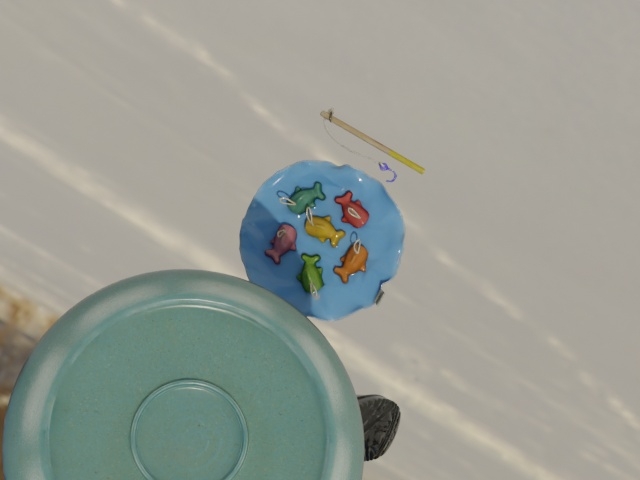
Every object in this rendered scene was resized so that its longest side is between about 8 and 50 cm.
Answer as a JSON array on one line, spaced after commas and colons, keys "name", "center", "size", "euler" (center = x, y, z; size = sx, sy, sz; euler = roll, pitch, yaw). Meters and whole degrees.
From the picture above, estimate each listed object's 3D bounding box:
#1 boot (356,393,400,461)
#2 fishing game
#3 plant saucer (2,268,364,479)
[{"name": "boot", "center": [-0.028, 0.220, 2.209], "size": [0.207, 0.094, 0.246], "euler": [25, -172, 34]}, {"name": "fishing game", "center": [0.000, 0.000, 1.767], "size": [0.189, 0.264, 0.041], "euler": [35, 178, 11]}, {"name": "plant saucer", "center": [-0.115, 0.173, 1.386], "size": [0.317, 0.317, 0.044], "euler": [29, 162, 1]}]
